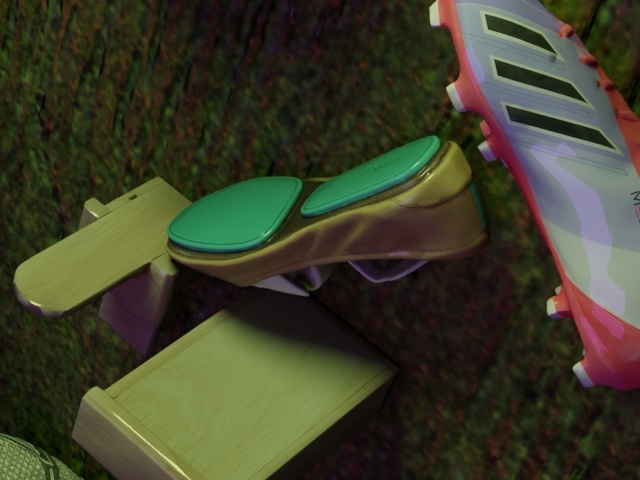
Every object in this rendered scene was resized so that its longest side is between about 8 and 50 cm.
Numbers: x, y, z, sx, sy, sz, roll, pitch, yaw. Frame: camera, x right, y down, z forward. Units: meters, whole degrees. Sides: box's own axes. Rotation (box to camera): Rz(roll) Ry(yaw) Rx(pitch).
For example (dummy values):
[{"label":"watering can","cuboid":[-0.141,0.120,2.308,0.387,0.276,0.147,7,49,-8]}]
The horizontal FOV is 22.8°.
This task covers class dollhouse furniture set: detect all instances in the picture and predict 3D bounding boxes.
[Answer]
[{"label":"dollhouse furniture set","cuboid":[-0.102,0.195,1.057,0.303,0.174,0.355,39,134,18]}]

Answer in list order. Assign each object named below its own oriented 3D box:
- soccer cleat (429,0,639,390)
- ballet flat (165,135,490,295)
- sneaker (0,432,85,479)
[{"label":"soccer cleat","cuboid":[0.133,-0.043,0.790,0.095,0.083,0.248,-22,95,16]},{"label":"ballet flat","cuboid":[0.000,0.000,0.924,0.232,0.080,0.073,-11,122,46]},{"label":"sneaker","cuboid":[-0.178,0.231,1.125,0.343,0.134,0.146,38,148,44]}]
